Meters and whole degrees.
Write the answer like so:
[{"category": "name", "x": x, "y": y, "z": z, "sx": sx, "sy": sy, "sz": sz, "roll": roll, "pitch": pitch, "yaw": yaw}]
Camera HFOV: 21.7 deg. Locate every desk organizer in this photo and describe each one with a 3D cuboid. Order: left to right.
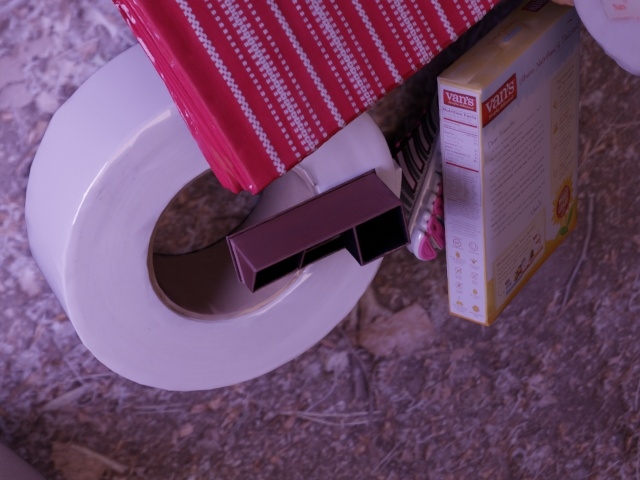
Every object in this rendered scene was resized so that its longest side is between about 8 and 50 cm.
[{"category": "desk organizer", "x": 0.000, "y": 0.000, "z": 1.281, "sx": 0.130, "sy": 0.050, "sz": 0.047, "roll": -25, "pitch": 130, "yaw": -13}]

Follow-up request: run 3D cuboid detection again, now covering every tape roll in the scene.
[{"category": "tape roll", "x": -0.083, "y": -0.024, "z": 1.317, "sx": 0.286, "sy": 0.100, "sz": 0.286, "roll": -15, "pitch": 127, "yaw": -21}]

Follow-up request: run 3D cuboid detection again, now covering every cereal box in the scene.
[{"category": "cereal box", "x": 0.163, "y": -0.071, "z": 1.419, "sx": 0.173, "sy": 0.047, "sz": 0.240, "roll": -43, "pitch": 139, "yaw": -40}]

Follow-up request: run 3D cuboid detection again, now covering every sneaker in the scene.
[{"category": "sneaker", "x": 0.083, "y": -0.073, "z": 1.408, "sx": 0.063, "sy": 0.074, "sz": 0.170, "roll": 10, "pitch": 96, "yaw": -63}]

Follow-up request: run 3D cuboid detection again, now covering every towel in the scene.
[{"category": "towel", "x": -0.009, "y": -0.184, "z": 1.211, "sx": 0.275, "sy": 0.031, "sz": 0.199, "roll": -39, "pitch": 108, "yaw": -23}]

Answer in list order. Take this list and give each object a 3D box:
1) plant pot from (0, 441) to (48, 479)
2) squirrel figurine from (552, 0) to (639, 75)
[{"category": "plant pot", "x": -0.325, "y": 0.233, "z": 1.267, "sx": 0.284, "sy": 0.284, "sz": 0.191, "roll": -27, "pitch": 96, "yaw": -13}, {"category": "squirrel figurine", "x": 0.364, "y": -0.294, "z": 1.246, "sx": 0.370, "sy": 0.281, "sz": 0.397, "roll": -31, "pitch": 156, "yaw": -18}]
